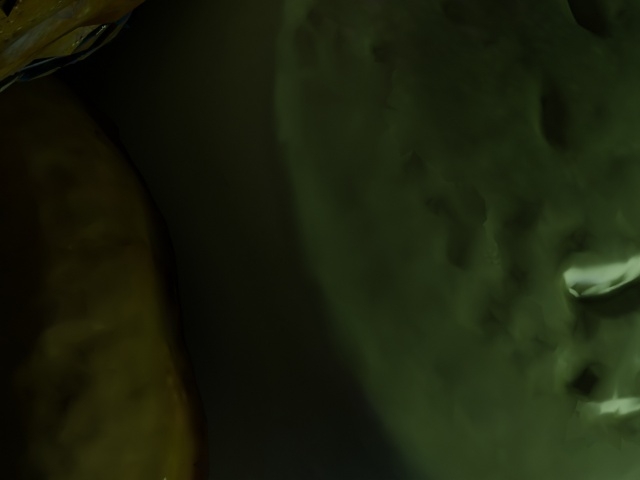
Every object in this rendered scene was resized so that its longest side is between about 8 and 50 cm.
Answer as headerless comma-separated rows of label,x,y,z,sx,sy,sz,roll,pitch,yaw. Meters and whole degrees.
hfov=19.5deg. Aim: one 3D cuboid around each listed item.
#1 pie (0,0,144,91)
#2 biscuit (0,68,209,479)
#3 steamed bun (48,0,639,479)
pie,-0.030,-0.107,0.466,0.273,0.069,0.273,-32,-179,0
biscuit,-0.128,0.075,0.565,0.213,0.091,0.274,25,-81,50
steamed bun,0.000,0.000,0.764,0.371,0.290,0.456,-46,-169,37
